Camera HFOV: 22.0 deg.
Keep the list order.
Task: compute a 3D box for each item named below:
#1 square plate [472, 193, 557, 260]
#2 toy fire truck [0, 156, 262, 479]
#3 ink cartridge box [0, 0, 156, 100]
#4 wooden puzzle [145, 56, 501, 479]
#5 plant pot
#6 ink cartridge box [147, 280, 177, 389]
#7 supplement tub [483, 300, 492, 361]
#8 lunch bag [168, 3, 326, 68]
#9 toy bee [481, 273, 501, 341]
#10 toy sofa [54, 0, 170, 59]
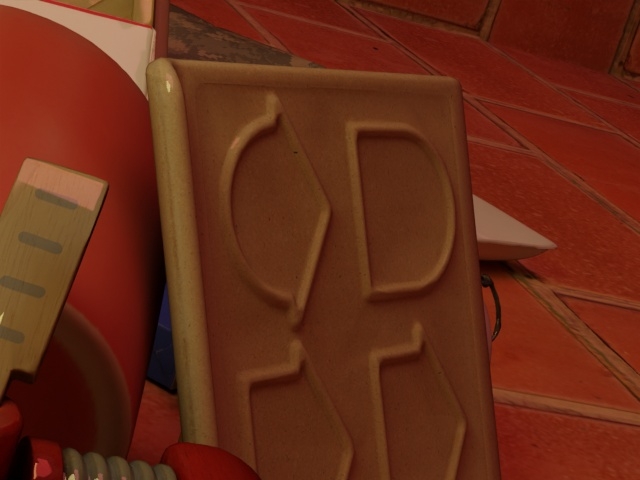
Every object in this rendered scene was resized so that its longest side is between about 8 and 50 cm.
[{"bbox_3d":[0.032,-0.050,1.818,0.344,0.049,0.347,3,22,-45],"label":"square plate"},{"bbox_3d":[-0.108,0.110,0.759,0.217,0.246,0.158,12,19,-20],"label":"toy fire truck"},{"bbox_3d":[-0.244,-0.079,1.267,0.171,0.237,0.100,13,55,-18],"label":"ink cartridge box"},{"bbox_3d":[0.000,0.056,1.026,0.080,0.322,0.347,-6,-1,34],"label":"wooden puzzle"},{"bbox_3d":[-0.206,0.036,0.928,0.274,0.275,0.243,13,27,-17],"label":"plant pot"},{"bbox_3d":[-0.087,0.065,1.306,0.097,0.046,0.207,25,18,29],"label":"ink cartridge box"},{"bbox_3d":[0.011,0.075,1.201,0.199,0.144,0.144,4,21,-40],"label":"supplement tub"},{"bbox_3d":[-0.171,-0.108,1.554,0.235,0.169,0.287,25,28,27],"label":"lunch bag"},{"bbox_3d":[0.000,0.000,1.482,0.195,0.298,0.162,-35,15,-29],"label":"toy bee"},{"bbox_3d":[-0.305,-0.185,1.338,0.362,0.177,0.150,1,60,-4],"label":"toy sofa"}]
